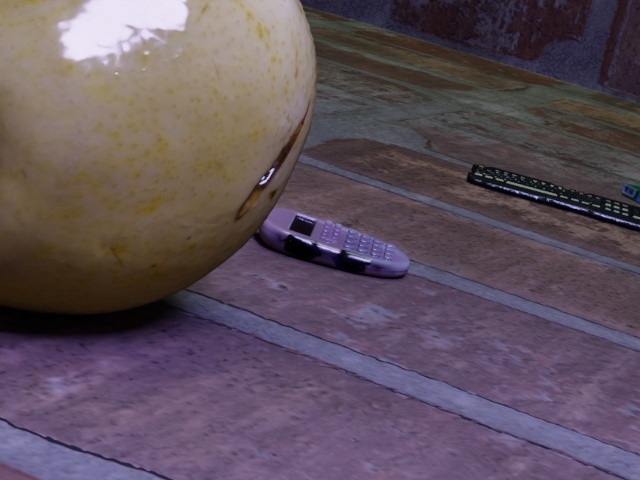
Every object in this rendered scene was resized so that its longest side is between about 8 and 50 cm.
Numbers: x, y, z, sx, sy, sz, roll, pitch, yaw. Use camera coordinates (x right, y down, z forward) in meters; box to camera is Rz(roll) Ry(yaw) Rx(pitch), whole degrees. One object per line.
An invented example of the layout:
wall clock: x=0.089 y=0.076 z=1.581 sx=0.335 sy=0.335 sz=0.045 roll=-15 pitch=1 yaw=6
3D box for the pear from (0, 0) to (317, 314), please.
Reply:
pear: x=-0.162 y=-0.100 z=1.009 sx=0.309 sy=0.309 sz=0.309 roll=14 pitch=13 yaw=-3

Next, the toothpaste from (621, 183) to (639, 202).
toothpaste: x=0.450 y=-0.059 z=2.133 sx=0.020 sy=0.017 sz=0.083 roll=5 pitch=15 yaw=-26

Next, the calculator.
calculator: x=0.000 y=0.000 z=1.373 sx=0.165 sy=0.024 sz=0.103 roll=17 pitch=13 yaw=1

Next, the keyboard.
keyboard: x=0.317 y=-0.053 z=1.960 sx=0.262 sy=0.016 sz=0.106 roll=16 pitch=13 yaw=7
